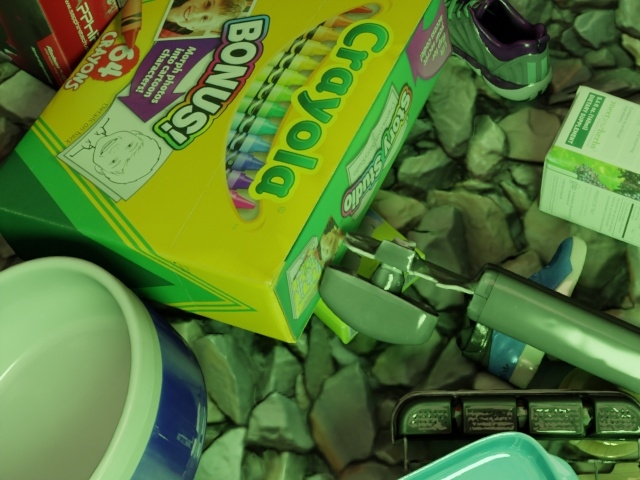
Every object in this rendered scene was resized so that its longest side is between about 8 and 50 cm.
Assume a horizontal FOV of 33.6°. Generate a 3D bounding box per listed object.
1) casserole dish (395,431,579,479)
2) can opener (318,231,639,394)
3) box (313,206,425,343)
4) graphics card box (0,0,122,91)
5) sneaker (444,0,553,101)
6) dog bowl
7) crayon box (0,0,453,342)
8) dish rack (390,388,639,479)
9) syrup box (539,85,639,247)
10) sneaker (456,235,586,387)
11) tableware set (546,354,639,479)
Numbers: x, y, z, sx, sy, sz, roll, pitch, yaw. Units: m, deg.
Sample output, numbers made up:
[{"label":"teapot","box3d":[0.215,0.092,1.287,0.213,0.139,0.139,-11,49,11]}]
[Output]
[{"label":"casserole dish","box3d":[0.102,0.216,0.773,0.188,0.037,0.114,-27,76,0]},{"label":"can opener","box3d":[0.138,0.070,0.881,0.283,0.076,0.095,24,99,8]},{"label":"box","box3d":[0.000,0.000,1.004,0.109,0.042,0.178,-41,65,-17]},{"label":"graphics card box","box3d":[-0.374,-0.309,1.110,0.371,0.233,0.094,32,69,21]},{"label":"sneaker","box3d":[0.149,-0.238,1.090,0.223,0.098,0.083,36,70,23]},{"label":"dog bowl","box3d":[-0.227,0.151,0.857,0.264,0.104,0.265,-15,54,21]},{"label":"crayon box","box3d":[-0.088,-0.112,1.003,0.313,0.106,0.363,14,59,26]},{"label":"dish rack","box3d":[0.157,0.249,0.816,0.208,0.074,0.272,-1,78,7]},{"label":"syrup box","box3d":[0.328,-0.045,0.963,0.236,0.096,0.093,22,65,18]},{"label":"sneaker","box3d":[0.175,0.048,0.947,0.084,0.058,0.152,26,72,10]},{"label":"tableware set","box3d":[0.298,0.132,0.898,0.194,0.039,0.128,-7,60,3]}]
